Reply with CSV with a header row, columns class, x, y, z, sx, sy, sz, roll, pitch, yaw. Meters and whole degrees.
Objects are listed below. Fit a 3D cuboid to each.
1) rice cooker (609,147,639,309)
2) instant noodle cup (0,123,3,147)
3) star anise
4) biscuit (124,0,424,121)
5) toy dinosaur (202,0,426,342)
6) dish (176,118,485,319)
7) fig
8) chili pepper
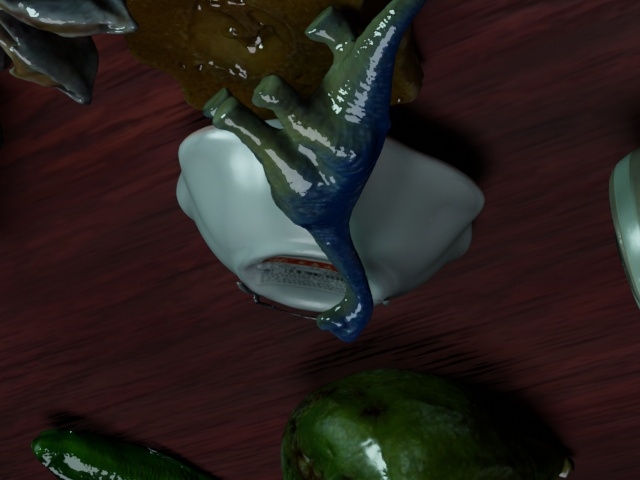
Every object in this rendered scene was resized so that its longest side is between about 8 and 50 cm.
class,x,y,z,sx,sy,sz,roll,pitch,yaw
rice cooker,0.267,0.014,1.274,0.127,0.145,0.206,-28,133,31
instant noodle cup,-0.310,-0.017,1.401,0.193,0.193,0.212,19,135,-9
star anise,-0.199,-0.180,1.188,0.209,0.089,0.231,30,144,-5
biscuit,-0.023,-0.127,1.258,0.182,0.034,0.215,-12,141,34
toy dinosaur,0.032,-0.048,1.221,0.188,0.075,0.247,41,125,-18
dish,0.000,0.000,1.362,0.229,0.081,0.229,9,156,4
fig,0.105,0.182,1.594,0.235,0.203,0.203,-19,155,-24
chili pepper,-0.175,0.229,1.807,0.216,0.062,0.108,35,141,-27
